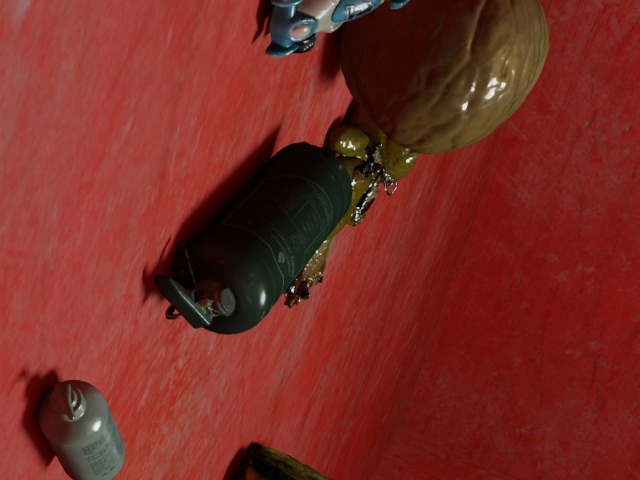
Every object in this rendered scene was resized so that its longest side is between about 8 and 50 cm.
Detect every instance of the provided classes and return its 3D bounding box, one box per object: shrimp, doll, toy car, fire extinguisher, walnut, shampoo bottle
[{"bbox_3d":[0.000,0.000,2.030,0.091,0.043,0.184,-1,114,-83],"label":"shrimp"},{"bbox_3d":[0.055,-0.081,1.946,0.209,0.097,0.137,-56,142,-40],"label":"doll"},{"bbox_3d":[0.023,-0.222,1.443,0.126,0.098,0.161,99,16,-51],"label":"toy car"},{"bbox_3d":[-0.065,0.003,1.554,0.114,0.095,0.311,69,28,-20],"label":"fire extinguisher"},{"bbox_3d":[0.123,-0.200,1.738,0.228,0.228,0.228,-62,170,-20],"label":"walnut"},{"bbox_3d":[-0.189,0.142,1.310,0.056,0.056,0.195,-62,170,-21],"label":"shampoo bottle"}]

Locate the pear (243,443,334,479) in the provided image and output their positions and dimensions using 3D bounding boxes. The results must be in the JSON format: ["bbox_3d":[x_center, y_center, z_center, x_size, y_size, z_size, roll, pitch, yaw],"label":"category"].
[{"bbox_3d":[-0.081,0.425,2.312,0.255,0.164,0.238,-61,-179,3],"label":"pear"}]
